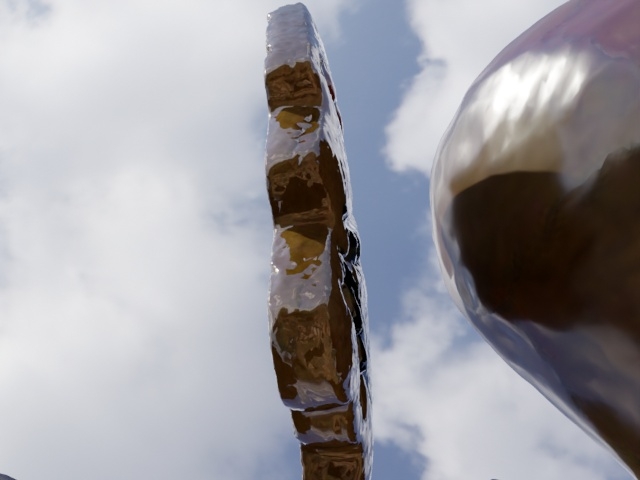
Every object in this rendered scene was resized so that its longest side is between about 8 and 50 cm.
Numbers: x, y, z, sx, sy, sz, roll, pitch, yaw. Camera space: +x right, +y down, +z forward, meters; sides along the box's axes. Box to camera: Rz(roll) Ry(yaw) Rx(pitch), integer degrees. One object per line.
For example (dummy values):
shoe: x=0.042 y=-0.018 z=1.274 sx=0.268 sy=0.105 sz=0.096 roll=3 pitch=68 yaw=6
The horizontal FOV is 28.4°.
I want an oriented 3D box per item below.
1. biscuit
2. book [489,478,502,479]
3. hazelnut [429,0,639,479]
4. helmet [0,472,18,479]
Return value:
biscuit: x=0.001 y=0.000 z=0.714 sx=0.043 sy=0.278 sz=0.301 roll=-6 pitch=-102 yaw=4
book: x=0.193 y=0.330 z=0.643 sx=0.300 sy=0.039 sz=0.428 roll=15 pitch=-136 yaw=7
hazelnut: x=0.253 y=-0.017 z=0.777 sx=0.366 sy=0.366 sz=0.365 roll=0 pitch=-89 yaw=-19
helmet: x=-0.214 y=0.280 z=0.626 sx=0.271 sy=0.197 sz=0.338 roll=27 pitch=-106 yaw=-14
